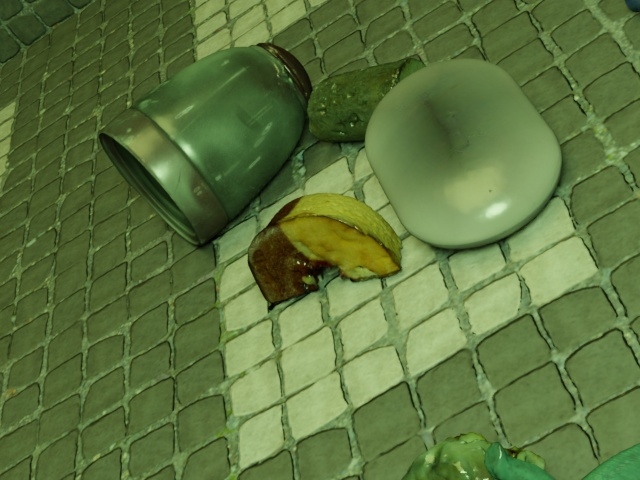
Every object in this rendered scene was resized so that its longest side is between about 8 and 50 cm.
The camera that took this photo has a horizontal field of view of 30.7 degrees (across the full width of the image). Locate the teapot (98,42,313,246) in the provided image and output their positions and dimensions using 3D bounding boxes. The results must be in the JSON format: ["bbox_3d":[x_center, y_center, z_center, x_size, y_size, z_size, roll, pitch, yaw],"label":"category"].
[{"bbox_3d":[-0.158,-0.169,1.837,0.312,0.233,0.315,-41,5,-14],"label":"teapot"}]

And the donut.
[{"bbox_3d":[0.001,0.000,1.538,0.217,0.141,0.085,-11,36,30],"label":"donut"}]

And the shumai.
[{"bbox_3d":[0.164,0.263,1.102,0.184,0.184,0.142,-4,18,42],"label":"shumai"}]

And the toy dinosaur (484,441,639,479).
[{"bbox_3d":[0.277,0.301,0.969,0.129,0.331,0.383,157,115,-71],"label":"toy dinosaur"}]

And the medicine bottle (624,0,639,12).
[{"bbox_3d":[0.501,-0.331,1.485,0.231,0.059,0.059,4,53,47],"label":"medicine bottle"}]

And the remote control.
[{"bbox_3d":[0.177,-0.118,1.497,0.221,0.103,0.332,-31,42,7],"label":"remote control"}]

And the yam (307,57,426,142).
[{"bbox_3d":[0.068,-0.202,1.719,0.194,0.107,0.107,-4,47,43],"label":"yam"}]
